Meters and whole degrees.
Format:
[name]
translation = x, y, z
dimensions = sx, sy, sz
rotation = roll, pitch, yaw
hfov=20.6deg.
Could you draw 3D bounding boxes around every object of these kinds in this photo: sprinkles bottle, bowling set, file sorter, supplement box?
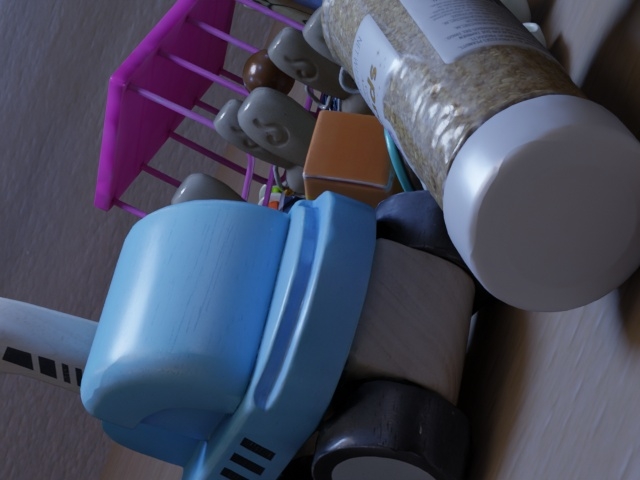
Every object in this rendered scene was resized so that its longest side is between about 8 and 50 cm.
[sprinkles bottle]
translation = 0.098, -0.090, 1.136
dimensions = 0.121, 0.121, 0.355
rotation = -66, 24, 21
[bowling set]
translation = -0.004, -0.118, 1.711
dimensions = 0.287, 0.154, 0.200
rotation = -49, 15, 27
[file sorter]
translation = -0.101, -0.157, 2.006
dimensions = 0.291, 0.182, 0.202
rotation = -56, -12, -42
[supplement box]
translation = 0.032, -0.008, 1.510
dimensions = 0.233, 0.080, 0.078
rotation = 83, -163, -53

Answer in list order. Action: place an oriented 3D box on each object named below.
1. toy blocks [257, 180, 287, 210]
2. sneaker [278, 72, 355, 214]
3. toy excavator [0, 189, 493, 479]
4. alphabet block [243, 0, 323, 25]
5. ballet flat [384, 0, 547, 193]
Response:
[toy blocks]
translation = -0.075, -0.004, 2.441
dimensions = 0.148, 0.054, 0.123
rotation = -88, 20, -64
[sneaker]
translation = 0.021, -0.092, 1.964
dimensions = 0.163, 0.086, 0.226
rotation = 126, 163, -68
[toy excavator]
translation = -0.136, 0.088, 1.347
dimensions = 0.433, 0.445, 0.222
rotation = 124, 164, -55
[alphabet block]
translation = 0.029, -0.357, 2.179
dimensions = 0.197, 0.192, 0.193
rotation = 180, 112, -81
[ballet flat]
translation = 0.120, -0.154, 1.441
dimensions = 0.400, 0.139, 0.139
rotation = -91, 23, -58
